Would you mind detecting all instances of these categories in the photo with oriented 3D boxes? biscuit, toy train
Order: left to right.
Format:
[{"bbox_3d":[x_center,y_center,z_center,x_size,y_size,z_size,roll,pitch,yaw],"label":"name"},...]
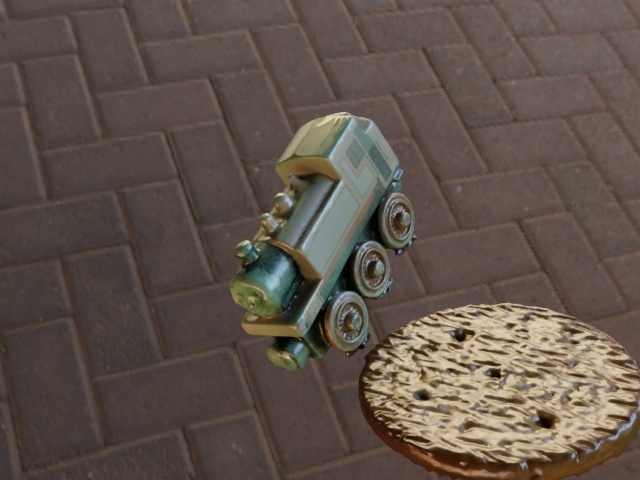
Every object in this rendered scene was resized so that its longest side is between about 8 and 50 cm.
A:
[{"bbox_3d":[0.000,0.000,0.684,0.081,0.125,0.194,-4,44,42],"label":"toy train"},{"bbox_3d":[0.118,0.098,0.599,0.188,0.027,0.188,-5,26,3],"label":"biscuit"}]
